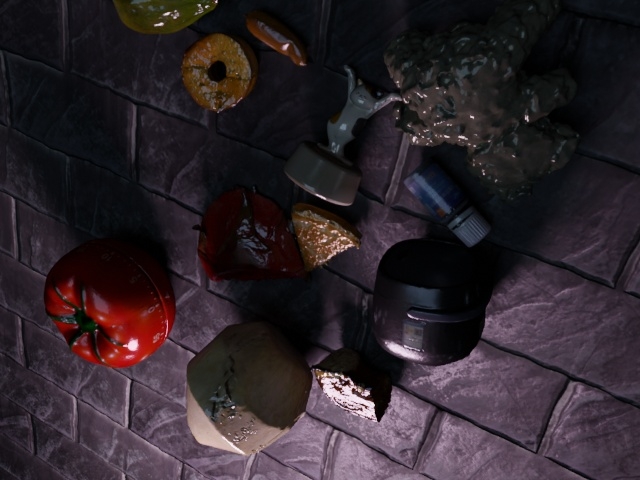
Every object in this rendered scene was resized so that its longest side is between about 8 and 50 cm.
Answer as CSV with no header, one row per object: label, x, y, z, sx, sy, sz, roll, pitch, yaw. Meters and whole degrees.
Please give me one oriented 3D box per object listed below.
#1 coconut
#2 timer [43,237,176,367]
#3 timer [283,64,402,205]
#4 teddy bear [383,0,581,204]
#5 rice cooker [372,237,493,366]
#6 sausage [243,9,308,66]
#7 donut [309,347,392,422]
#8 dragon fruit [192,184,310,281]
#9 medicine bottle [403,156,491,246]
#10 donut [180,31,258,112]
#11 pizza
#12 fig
coconut,-0.205,0.393,1.774,0.353,0.352,0.352,13,120,25
timer,-0.600,0.178,1.954,0.378,0.279,0.378,14,122,23
timer,0.052,-0.231,1.468,0.175,0.175,0.266,32,107,13
teddy bear,0.315,-0.248,1.280,0.357,0.224,0.367,-14,121,33
rice cooker,0.239,0.137,1.461,0.267,0.267,0.224,11,120,26
sausage,-0.093,-0.447,1.480,0.183,0.054,0.062,36,159,8
donut,0.084,0.366,1.743,0.187,0.126,0.144,14,127,29
dragon fruit,-0.212,0.000,1.754,0.343,0.100,0.282,-4,107,31
medicine bottle,0.271,-0.079,1.434,0.203,0.083,0.083,47,128,0
donut,-0.227,-0.397,1.573,0.174,0.074,0.190,49,124,2
pizza,0.000,0.000,1.651,0.188,0.062,0.199,30,133,5
fig,-0.350,-0.554,1.525,0.233,0.167,0.167,-9,114,-5
